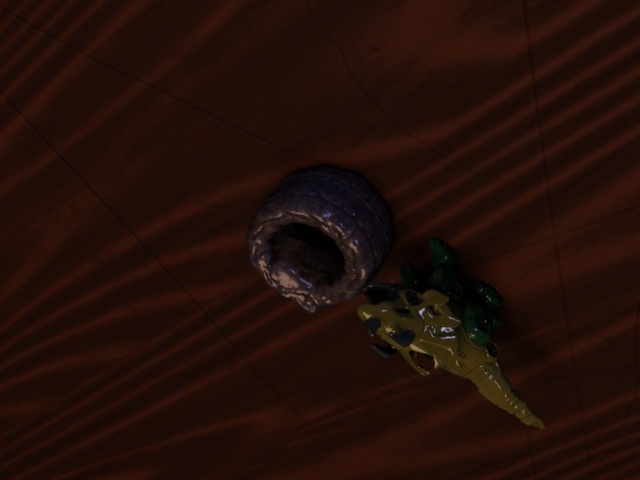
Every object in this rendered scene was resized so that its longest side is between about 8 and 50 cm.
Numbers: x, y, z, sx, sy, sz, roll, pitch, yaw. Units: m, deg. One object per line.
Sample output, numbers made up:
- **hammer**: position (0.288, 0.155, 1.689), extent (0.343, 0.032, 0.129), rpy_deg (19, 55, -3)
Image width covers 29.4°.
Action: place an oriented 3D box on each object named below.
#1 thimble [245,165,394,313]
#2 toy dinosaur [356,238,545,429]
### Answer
- **thimble**: position (-0.002, -0.002, 1.337), extent (0.150, 0.098, 0.150), rpy_deg (12, 127, 16)
- **toy dinosaur**: position (0.152, 0.108, 1.325), extent (0.259, 0.153, 0.094), rpy_deg (36, 133, -15)
